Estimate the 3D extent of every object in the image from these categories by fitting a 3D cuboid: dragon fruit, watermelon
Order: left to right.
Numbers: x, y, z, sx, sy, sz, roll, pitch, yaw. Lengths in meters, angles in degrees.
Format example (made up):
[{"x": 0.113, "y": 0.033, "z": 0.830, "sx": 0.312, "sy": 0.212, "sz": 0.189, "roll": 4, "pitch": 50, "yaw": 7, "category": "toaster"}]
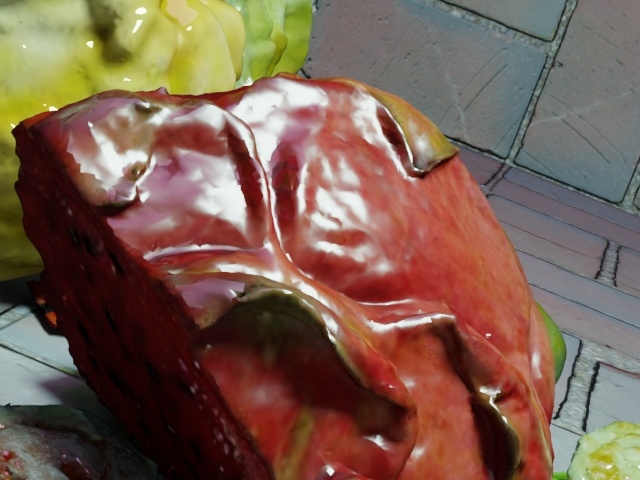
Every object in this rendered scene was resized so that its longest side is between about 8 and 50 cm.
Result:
[{"x": -0.130, "y": 0.130, "z": 0.980, "sx": 0.187, "sy": 0.071, "sz": 0.139, "roll": 11, "pitch": 19, "yaw": -43, "category": "watermelon"}, {"x": 0.031, "y": 0.042, "z": 1.015, "sx": 0.286, "sy": 0.228, "sz": 0.329, "roll": -20, "pitch": 46, "yaw": -18, "category": "dragon fruit"}]

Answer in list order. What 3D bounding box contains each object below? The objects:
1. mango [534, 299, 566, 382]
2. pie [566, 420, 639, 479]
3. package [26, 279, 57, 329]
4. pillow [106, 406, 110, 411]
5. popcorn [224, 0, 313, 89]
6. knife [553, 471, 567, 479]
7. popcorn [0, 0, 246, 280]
[{"x": 0.135, "y": 0.073, "z": 1.681, "sx": 0.130, "sy": 0.091, "sz": 0.195, "roll": 14, "pitch": 15, "yaw": -31, "category": "mango"}, {"x": 0.251, "y": 0.204, "z": 1.243, "sx": 0.248, "sy": 0.090, "sz": 0.201, "roll": 13, "pitch": 32, "yaw": -51, "category": "pie"}, {"x": -0.112, "y": 0.066, "z": 1.431, "sx": 0.200, "sy": 0.022, "sz": 0.083, "roll": 14, "pitch": 12, "yaw": -27, "category": "package"}, {"x": -0.004, "y": 0.115, "z": 1.207, "sx": 0.335, "sy": 0.092, "sz": 0.161, "roll": 23, "pitch": 7, "yaw": 11, "category": "pillow"}, {"x": -0.144, "y": -0.158, "z": 1.799, "sx": 0.274, "sy": 0.279, "sz": 0.335, "roll": -18, "pitch": -4, "yaw": 24, "category": "popcorn"}, {"x": 0.215, "y": 0.180, "z": 1.506, "sx": 0.054, "sy": 0.015, "sz": 0.212, "roll": 28, "pitch": 13, "yaw": 34, "category": "knife"}, {"x": -0.253, "y": -0.134, "z": 1.400, "sx": 0.390, "sy": 0.354, "sz": 0.344, "roll": -25, "pitch": 0, "yaw": 43, "category": "popcorn"}]
